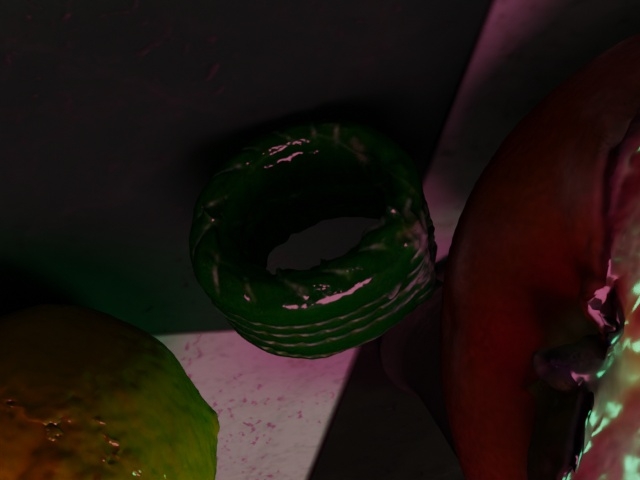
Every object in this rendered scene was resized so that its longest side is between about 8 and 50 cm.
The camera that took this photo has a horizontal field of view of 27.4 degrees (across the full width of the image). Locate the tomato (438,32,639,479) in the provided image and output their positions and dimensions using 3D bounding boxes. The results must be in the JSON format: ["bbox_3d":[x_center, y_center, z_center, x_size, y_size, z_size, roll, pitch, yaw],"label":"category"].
[{"bbox_3d":[0.191,0.048,0.719,0.289,0.335,0.176,3,-174,-31],"label":"tomato"}]

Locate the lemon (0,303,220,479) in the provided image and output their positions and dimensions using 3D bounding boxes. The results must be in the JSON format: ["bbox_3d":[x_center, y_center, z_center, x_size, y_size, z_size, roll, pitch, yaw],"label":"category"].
[{"bbox_3d":[-0.156,0.134,0.772,0.192,0.192,0.231,-23,-176,14],"label":"lemon"}]

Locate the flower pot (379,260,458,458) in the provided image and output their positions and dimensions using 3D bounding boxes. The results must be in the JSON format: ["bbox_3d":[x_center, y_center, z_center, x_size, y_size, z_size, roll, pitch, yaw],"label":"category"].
[{"bbox_3d":[0.167,0.107,0.885,0.235,0.148,0.235,-8,143,-6],"label":"flower pot"}]

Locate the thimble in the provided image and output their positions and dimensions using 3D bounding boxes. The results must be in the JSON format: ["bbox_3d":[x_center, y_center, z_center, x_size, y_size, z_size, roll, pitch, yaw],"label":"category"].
[{"bbox_3d":[0.000,0.000,0.710,0.130,0.118,0.090,2,151,15],"label":"thimble"}]
